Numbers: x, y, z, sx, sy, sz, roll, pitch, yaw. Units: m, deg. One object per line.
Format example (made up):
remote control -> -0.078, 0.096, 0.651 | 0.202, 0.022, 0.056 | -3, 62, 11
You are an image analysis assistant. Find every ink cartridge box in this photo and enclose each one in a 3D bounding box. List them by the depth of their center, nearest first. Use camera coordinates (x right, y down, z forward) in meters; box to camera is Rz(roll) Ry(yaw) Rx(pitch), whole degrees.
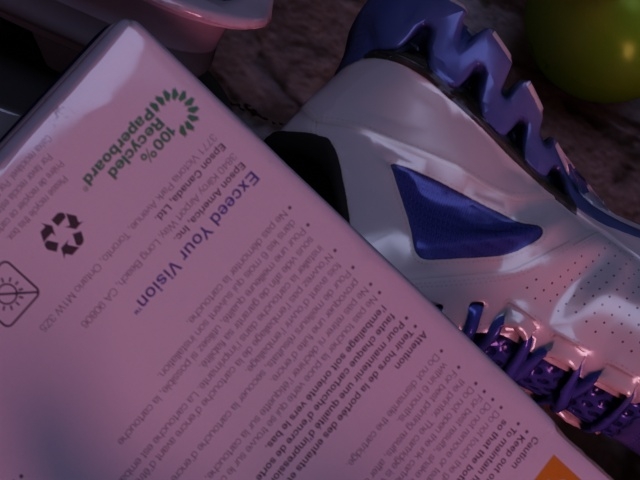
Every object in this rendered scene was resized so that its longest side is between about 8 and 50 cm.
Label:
ink cartridge box -> -0.071, 0.137, 0.690 | 0.330, 0.071, 0.324 | 44, 75, -13

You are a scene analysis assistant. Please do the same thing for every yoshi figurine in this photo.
yoshi figurine -> 0.270, -0.162, 1.138 | 0.362, 0.204, 0.203 | 6, 94, -39

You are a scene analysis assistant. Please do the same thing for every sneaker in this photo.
sneaker -> 0.079, 0.036, 0.858 | 0.315, 0.127, 0.182 | 46, 62, 4

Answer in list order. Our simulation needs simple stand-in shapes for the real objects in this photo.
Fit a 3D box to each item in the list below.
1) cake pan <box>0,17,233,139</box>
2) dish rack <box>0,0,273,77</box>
cake pan -> -0.166, -0.089, 0.827 | 0.293, 0.054, 0.293 | 25, 20, -9
dish rack -> -0.185, -0.180, 0.832 | 0.333, 0.072, 0.285 | 24, 22, -10
